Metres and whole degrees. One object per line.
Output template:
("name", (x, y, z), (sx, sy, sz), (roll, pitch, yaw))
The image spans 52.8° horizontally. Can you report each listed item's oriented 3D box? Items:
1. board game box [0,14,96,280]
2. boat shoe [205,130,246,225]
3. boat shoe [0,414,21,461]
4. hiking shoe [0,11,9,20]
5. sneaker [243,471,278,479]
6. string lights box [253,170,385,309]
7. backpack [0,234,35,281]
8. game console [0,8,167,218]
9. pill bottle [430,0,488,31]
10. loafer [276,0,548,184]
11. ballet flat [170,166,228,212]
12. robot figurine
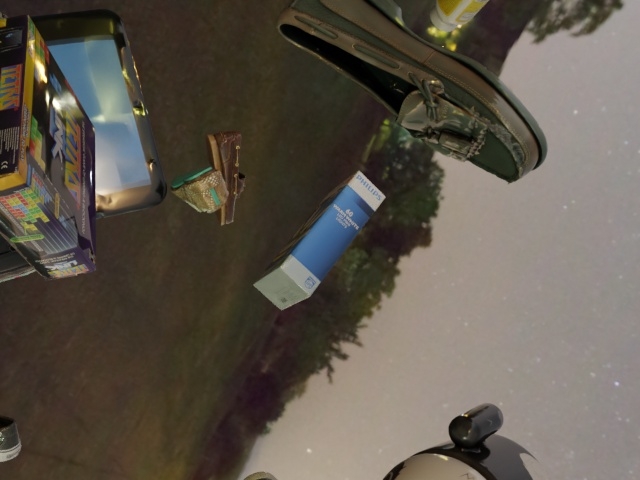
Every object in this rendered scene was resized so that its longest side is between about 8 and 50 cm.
("board game box", (-0.234, -0.074, 0.536), (0.141, 0.048, 0.170), (78, -1, -59))
("boat shoe", (-0.186, -0.124, 1.315), (0.073, 0.073, 0.206), (51, -33, 46))
("boat shoe", (-0.384, 0.196, 0.689), (0.049, 0.142, 0.040), (-50, 150, -72))
("hiking shoe", (-0.755, -0.443, 1.313), (0.086, 0.227, 0.114), (-42, -134, 49))
("sneaker", (-0.065, 0.518, 1.168), (0.083, 0.222, 0.118), (-34, -140, 9))
("string lights box", (0.000, 0.000, 1.190), (0.259, 0.077, 0.133), (-52, -170, -30))
("backpack", (-0.648, -0.023, 1.215), (0.191, 0.254, 0.225), (-109, -172, -45))
("game console", (-0.351, -0.169, 0.800), (0.250, 0.173, 0.293), (3, 70, -78))
("pill bottle", (0.209, -0.358, 0.945), (0.065, 0.065, 0.116), (-63, -170, -24))
("loafer", (0.073, -0.134, 0.576), (0.084, 0.267, 0.096), (-42, 167, -19))
("ballet flat", (-0.186, -0.073, 0.990), (0.073, 0.067, 0.206), (-28, -166, -11))
("robot figurine", (0.171, 0.321, 0.760), (0.174, 0.209, 0.278), (-35, 156, 27))
